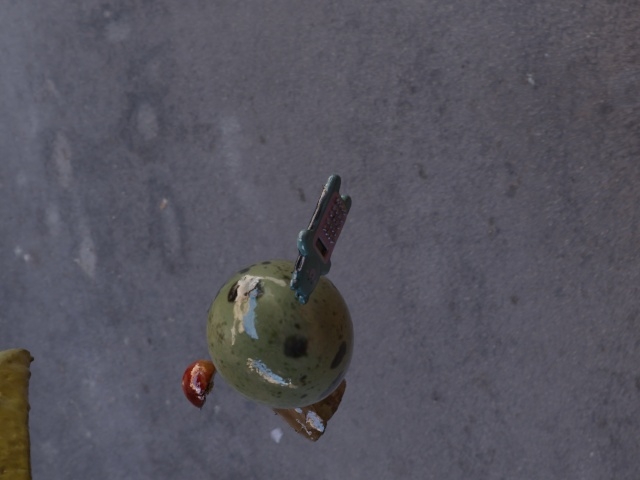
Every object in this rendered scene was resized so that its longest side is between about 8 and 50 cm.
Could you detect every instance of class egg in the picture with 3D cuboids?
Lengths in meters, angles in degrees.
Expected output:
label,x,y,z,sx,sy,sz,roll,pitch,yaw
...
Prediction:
label,x,y,z,sx,sy,sz,roll,pitch,yaw
egg,-0.043,0.123,0.932,0.177,0.177,0.228,15,152,32

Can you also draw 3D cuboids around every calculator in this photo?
label,x,y,z,sx,sy,sz,roll,pitch,yaw
calculator,0.000,0.000,0.829,0.019,0.094,0.141,15,71,24

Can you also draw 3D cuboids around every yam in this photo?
label,x,y,z,sx,sy,sz,roll,pitch,yaw
yam,-0.064,0.221,1.280,0.238,0.129,0.128,43,98,-3

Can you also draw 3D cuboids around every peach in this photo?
label,x,y,z,sx,sy,sz,roll,pitch,yaw
peach,-0.226,0.262,1.385,0.061,0.098,0.098,22,116,-1

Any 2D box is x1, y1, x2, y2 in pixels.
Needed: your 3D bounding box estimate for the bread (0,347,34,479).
label,x,y,z,sx,sy,sz,roll,pitch,yaw
bread,-0.262,0.269,0.600,0.245,0.362,0.233,25,121,0
